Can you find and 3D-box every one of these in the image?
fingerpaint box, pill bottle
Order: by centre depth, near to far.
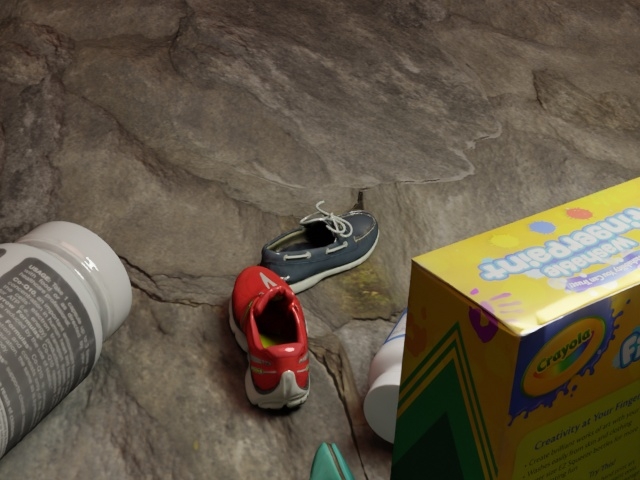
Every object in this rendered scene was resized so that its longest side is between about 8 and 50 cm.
[{"bbox_3d":[0.294,0.145,1.299,0.445,0.371,0.163,-19,37,-32],"label":"fingerpaint box"},{"bbox_3d":[-0.388,0.129,1.418,0.204,0.204,0.361,15,33,19],"label":"pill bottle"},{"bbox_3d":[0.133,0.157,1.503,0.124,0.124,0.221,14,33,18],"label":"pill bottle"}]

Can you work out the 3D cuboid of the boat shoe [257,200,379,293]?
[{"bbox_3d":[0.000,0.000,1.799,0.095,0.079,0.254,28,38,37],"label":"boat shoe"}]

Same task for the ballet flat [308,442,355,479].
[{"bbox_3d":[0.027,0.310,1.280,0.087,0.083,0.247,-31,38,-8],"label":"ballet flat"}]

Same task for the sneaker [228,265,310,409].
[{"bbox_3d":[-0.058,0.102,1.582,0.107,0.118,0.279,-3,31,-12],"label":"sneaker"}]
